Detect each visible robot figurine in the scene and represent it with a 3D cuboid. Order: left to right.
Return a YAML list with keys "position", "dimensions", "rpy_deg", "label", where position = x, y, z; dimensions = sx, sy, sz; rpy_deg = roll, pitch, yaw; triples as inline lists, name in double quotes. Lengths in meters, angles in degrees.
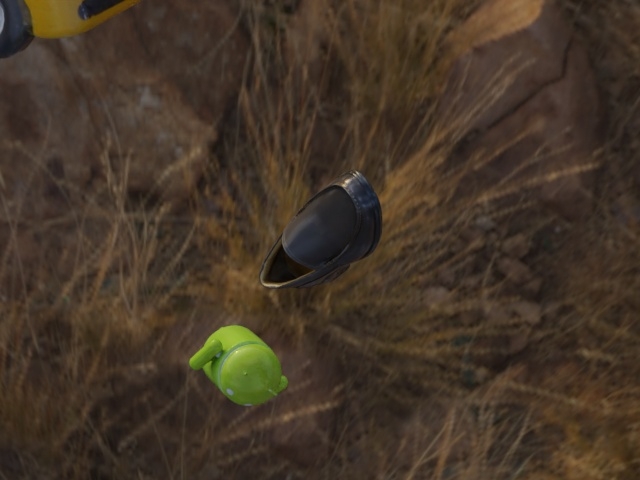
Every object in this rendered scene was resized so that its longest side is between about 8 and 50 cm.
- position: [-0.081, 0.128, 1.527]
  dimensions: [0.101, 0.115, 0.067]
  rpy_deg: [34, 90, -28]
  label: "robot figurine"

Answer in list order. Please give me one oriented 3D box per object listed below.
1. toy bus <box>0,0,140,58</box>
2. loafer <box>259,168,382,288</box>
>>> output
- position: [-0.235, -0.177, 0.769]
  dimensions: [0.332, 0.130, 0.108]
  rpy_deg: [7, 29, 29]
  label: "toy bus"
- position: [0.000, 0.000, 1.161]
  dimensions: [0.061, 0.170, 0.062]
  rpy_deg: [-24, 74, -25]
  label: "loafer"
